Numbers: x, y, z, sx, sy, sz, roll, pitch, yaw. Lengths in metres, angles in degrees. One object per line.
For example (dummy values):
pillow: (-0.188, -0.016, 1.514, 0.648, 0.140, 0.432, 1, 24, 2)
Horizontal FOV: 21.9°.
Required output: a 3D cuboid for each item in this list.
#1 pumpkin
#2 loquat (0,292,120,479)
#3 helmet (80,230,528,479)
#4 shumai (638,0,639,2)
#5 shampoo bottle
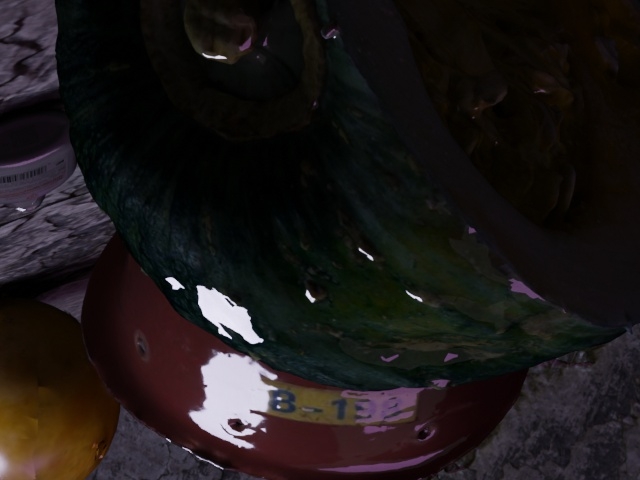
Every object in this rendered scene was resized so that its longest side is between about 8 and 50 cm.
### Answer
pumpkin: (0.009, -0.072, 0.719, 0.197, 0.293, 0.263, -23, -177, 38)
loquat: (-0.338, 0.176, 1.796, 0.235, 0.235, 0.235, -20, 173, -3)
helmet: (0.000, 0.000, 1.317, 0.384, 0.338, 0.230, 6, 146, -2)
shumai: (0.098, -0.171, 0.881, 0.185, 0.218, 0.184, 17, -149, 11)
shampoo bottle: (-0.214, -0.054, 1.194, 0.080, 0.040, 0.165, -20, 173, -12)
